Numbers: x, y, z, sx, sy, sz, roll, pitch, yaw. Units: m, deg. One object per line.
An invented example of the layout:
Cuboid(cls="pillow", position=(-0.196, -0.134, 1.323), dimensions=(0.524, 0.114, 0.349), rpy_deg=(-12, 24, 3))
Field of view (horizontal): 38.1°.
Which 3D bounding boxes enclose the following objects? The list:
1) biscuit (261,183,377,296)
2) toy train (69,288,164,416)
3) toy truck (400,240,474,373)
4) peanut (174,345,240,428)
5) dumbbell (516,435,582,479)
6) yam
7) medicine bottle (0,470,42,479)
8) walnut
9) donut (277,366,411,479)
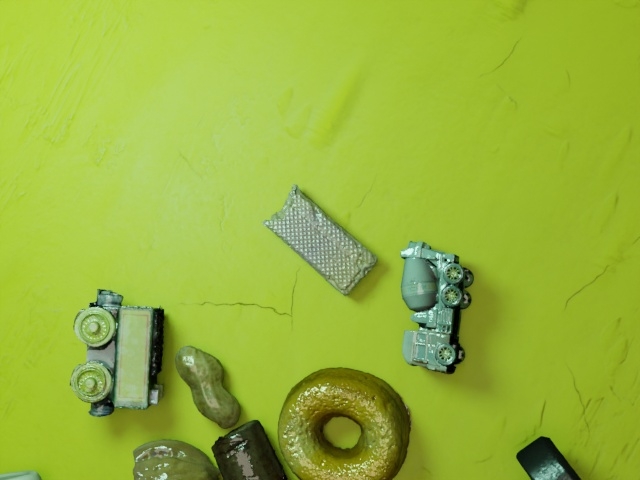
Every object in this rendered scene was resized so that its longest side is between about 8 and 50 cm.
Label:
Cuboid(cls="biscuit", position=(0.000, 0.000, 1.908), dimensions=(0.239, 0.062, 0.108), rpy_deg=(42, 90, 6))
Cuboid(cls="toy train", position=(-0.413, 0.232, 1.911), dimensions=(0.178, 0.134, 0.260), rpy_deg=(2, 88, -1))
Cuboid(cls="toy truck", position=(0.222, 0.132, 1.855), dimensions=(0.140, 0.108, 0.256), rpy_deg=(5, 85, 20))
Cuboid(cls="peanut", position=(-0.230, 0.300, 1.909), dimensions=(0.089, 0.089, 0.192), rpy_deg=(-29, 88, 4))
Cuboid(cls="dumbbell", position=(0.362, 0.543, 1.762), dimensions=(0.322, 0.204, 0.203), rpy_deg=(-38, 83, 4))
Cuboid(cls="yam", position=(-0.120, 0.509, 1.863), dimensions=(0.131, 0.131, 0.279), rpy_deg=(-26, 83, 5))
Cuboid(cls="medicine bottle", position=(-0.629, 0.610, 1.911), dimensions=(0.131, 0.131, 0.250), rpy_deg=(-9, 86, 6))
Cuboid(cls="walnut", position=(-0.308, 0.532, 1.876), dimensions=(0.204, 0.141, 0.238), rpy_deg=(14, 91, 3))
Cuboid(cls="donut", position=(0.041, 0.389, 1.855), dimensions=(0.278, 0.108, 0.277), rpy_deg=(0, 87, 7))
